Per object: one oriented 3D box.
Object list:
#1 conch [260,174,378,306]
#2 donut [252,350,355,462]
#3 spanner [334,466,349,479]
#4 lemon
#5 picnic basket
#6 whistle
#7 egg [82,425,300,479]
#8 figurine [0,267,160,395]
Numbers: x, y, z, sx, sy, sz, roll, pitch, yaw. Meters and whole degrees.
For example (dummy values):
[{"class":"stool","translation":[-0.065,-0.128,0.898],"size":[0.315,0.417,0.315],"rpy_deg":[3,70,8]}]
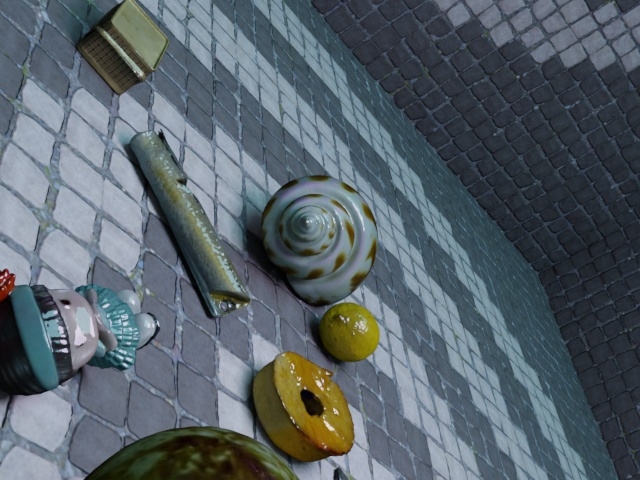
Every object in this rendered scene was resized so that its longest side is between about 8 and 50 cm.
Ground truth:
[{"class":"conch","translation":[0.000,0.000,1.637],"size":[0.368,0.197,0.249],"rpy_deg":[-3,84,-61]},{"class":"donut","translation":[-0.033,0.264,1.353],"size":[0.190,0.074,0.174],"rpy_deg":[30,36,-46]},{"class":"spanner","translation":[0.123,0.502,1.444],"size":[0.325,0.026,0.093],"rpy_deg":[54,20,-11]},{"class":"lemon","translation":[0.055,0.173,1.630],"size":[0.133,0.109,0.109],"rpy_deg":[51,20,-42]},{"class":"picnic basket","translation":[-0.333,-0.333,1.484],"size":[0.115,0.079,0.164],"rpy_deg":[49,22,-22]},{"class":"whistle","translation":[-0.210,-0.029,1.376],"size":[0.068,0.057,0.326],"rpy_deg":[-23,79,-24]},{"class":"egg","translation":[-0.137,0.300,0.803],"size":[0.289,0.238,0.238],"rpy_deg":[-15,72,-34]},{"class":"figurine","translation":[-0.284,0.094,0.970],"size":[0.138,0.110,0.245],"rpy_deg":[53,16,13]}]
